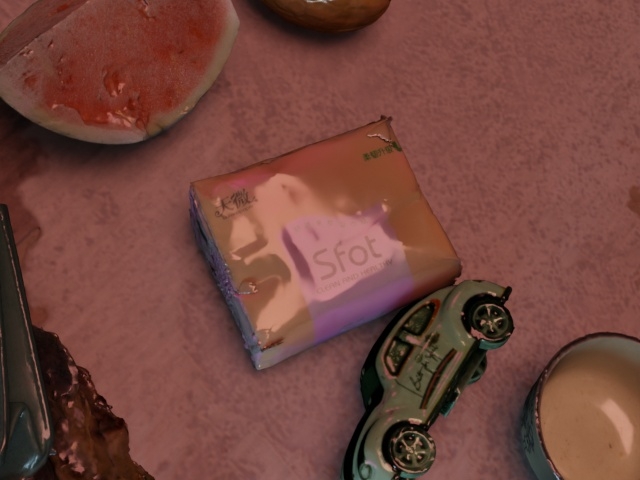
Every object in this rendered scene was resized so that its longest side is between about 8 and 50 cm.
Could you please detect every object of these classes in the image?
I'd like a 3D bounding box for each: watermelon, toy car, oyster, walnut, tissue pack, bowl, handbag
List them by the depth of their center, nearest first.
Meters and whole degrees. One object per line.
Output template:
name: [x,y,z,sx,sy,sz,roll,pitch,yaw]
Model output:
handbag: [-0.398,0.117,1.077,0.269,0.100,0.274,-17,74,19]
oyster: [-0.297,0.176,1.167,0.221,0.096,0.361,-14,76,-29]
toy car: [0.102,0.162,1.274,0.125,0.136,0.306,33,64,10]
watermelon: [-0.248,-0.218,1.286,0.224,0.180,0.305,38,60,13]
tissue pack: [0.000,0.000,1.311,0.257,0.123,0.215,-22,79,-16]
bowl: [0.317,0.220,1.327,0.211,0.112,0.211,7,67,-16]
walnut: [0.001,-0.342,1.429,0.197,0.165,0.165,30,63,-1]
